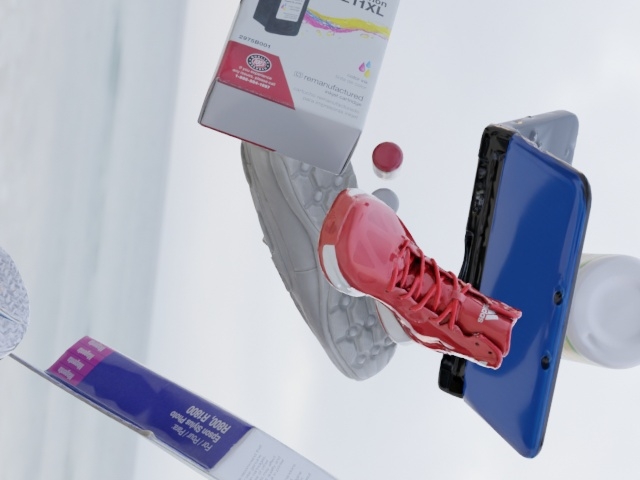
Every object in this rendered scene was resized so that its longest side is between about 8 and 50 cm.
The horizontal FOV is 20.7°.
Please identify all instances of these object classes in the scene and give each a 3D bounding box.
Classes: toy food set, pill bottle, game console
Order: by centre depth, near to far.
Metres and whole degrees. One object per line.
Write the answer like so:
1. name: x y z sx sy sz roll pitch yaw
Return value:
1. game console: 0.233 0.037 1.775 0.250 0.173 0.293 -16 121 -52
2. toy food set: 0.016 -0.124 2.146 0.111 0.232 0.104 -48 171 -7
3. pill bottle: 0.326 0.083 2.163 0.246 0.136 0.136 -178 -85 -78

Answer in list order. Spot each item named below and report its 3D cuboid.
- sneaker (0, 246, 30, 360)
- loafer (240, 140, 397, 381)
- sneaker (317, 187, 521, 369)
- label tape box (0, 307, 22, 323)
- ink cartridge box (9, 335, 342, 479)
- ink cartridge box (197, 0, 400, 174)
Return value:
1. sneaker: -0.391 0.019 1.551 0.210 0.137 0.366 -54 -130 28
2. loafer: 0.000 0.000 1.796 0.111 0.112 0.319 23 -43 51
3. sneaker: 0.093 0.033 1.405 0.221 0.128 0.087 42 68 -55
4. label tape box: -0.353 -0.066 1.139 0.240 0.334 0.106 73 37 -78
5. ink cartridge box: -0.112 0.187 1.675 0.324 0.330 0.071 20 -106 52
6. ink cartridge box: -0.013 -0.159 1.445 0.072 0.127 0.175 117 -9 -56
